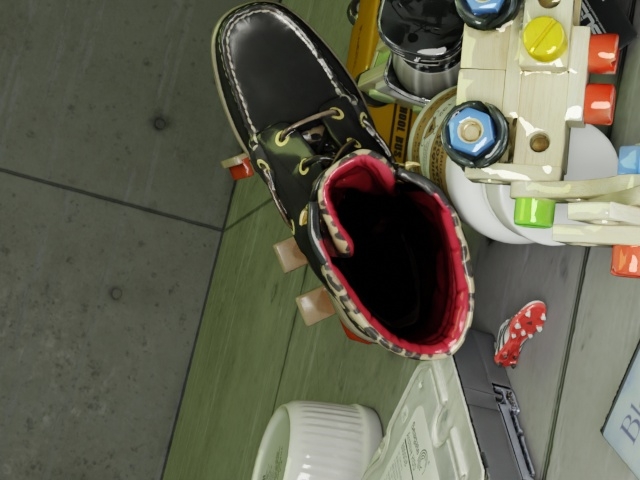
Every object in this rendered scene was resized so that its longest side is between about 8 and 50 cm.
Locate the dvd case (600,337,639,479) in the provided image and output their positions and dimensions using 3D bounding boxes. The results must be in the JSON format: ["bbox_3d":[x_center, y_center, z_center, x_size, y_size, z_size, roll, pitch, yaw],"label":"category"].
[{"bbox_3d":[0.255,0.096,0.686,0.253,0.022,0.180,-116,43,-71],"label":"dvd case"}]

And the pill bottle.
[{"bbox_3d":[0.165,-0.066,1.001,0.229,0.131,0.131,-134,60,-75],"label":"pill bottle"}]

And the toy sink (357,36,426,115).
[{"bbox_3d":[0.132,-0.206,1.273,0.153,0.131,0.234,179,108,-77],"label":"toy sink"}]

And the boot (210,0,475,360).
[{"bbox_3d":[0.016,-0.060,1.054,0.284,0.138,0.377,-148,34,-83],"label":"boot"}]

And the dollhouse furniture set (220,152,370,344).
[{"bbox_3d":[0.000,0.000,1.331,0.259,0.135,0.262,67,163,-6],"label":"dollhouse furniture set"}]

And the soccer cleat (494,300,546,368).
[{"bbox_3d":[0.175,0.078,1.022,0.035,0.029,0.083,-96,20,-48],"label":"soccer cleat"}]

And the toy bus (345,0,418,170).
[{"bbox_3d":[0.095,-0.209,1.452,0.108,0.130,0.332,128,154,-61],"label":"toy bus"}]

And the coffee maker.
[{"bbox_3d":[0.108,-0.231,1.097,0.178,0.120,0.171,50,-148,-79],"label":"coffee maker"}]

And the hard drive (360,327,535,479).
[{"bbox_3d":[0.090,0.276,1.074,0.237,0.064,0.339,-97,27,-58],"label":"hard drive"}]

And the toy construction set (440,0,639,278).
[{"bbox_3d":[0.199,-0.125,0.804,0.151,0.215,0.327,54,-136,-65],"label":"toy construction set"}]

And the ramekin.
[{"bbox_3d":[-0.012,0.289,1.376,0.207,0.109,0.207,-165,90,-77],"label":"ramekin"}]

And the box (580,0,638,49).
[{"bbox_3d":[0.163,-0.299,1.016,0.060,0.270,0.216,-34,27,11],"label":"box"}]
